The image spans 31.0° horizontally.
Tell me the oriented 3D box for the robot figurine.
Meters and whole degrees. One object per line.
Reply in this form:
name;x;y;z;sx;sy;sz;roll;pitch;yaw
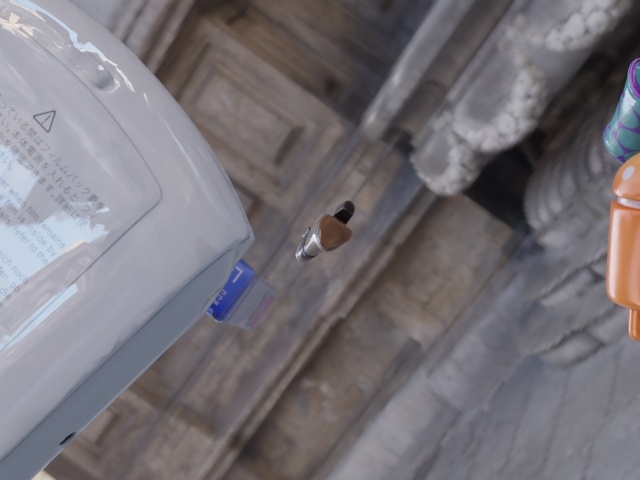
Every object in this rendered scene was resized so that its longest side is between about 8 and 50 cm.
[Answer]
robot figurine;0.366;-0.003;1.214;0.158;0.128;0.219;-8;-76;-35

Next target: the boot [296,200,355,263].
boot;0.000;0.000;1.406;0.087;0.042;0.118;-43;6;36

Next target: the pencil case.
pencil case;0.358;-0.143;1.279;0.151;0.065;0.070;86;-162;-67

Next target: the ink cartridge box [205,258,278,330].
ink cartridge box;-0.136;0.005;1.066;0.065;0.186;0.311;-53;-6;-1

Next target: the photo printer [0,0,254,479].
photo printer;-0.211;0.006;0.668;0.307;0.256;0.107;-44;-6;-1
